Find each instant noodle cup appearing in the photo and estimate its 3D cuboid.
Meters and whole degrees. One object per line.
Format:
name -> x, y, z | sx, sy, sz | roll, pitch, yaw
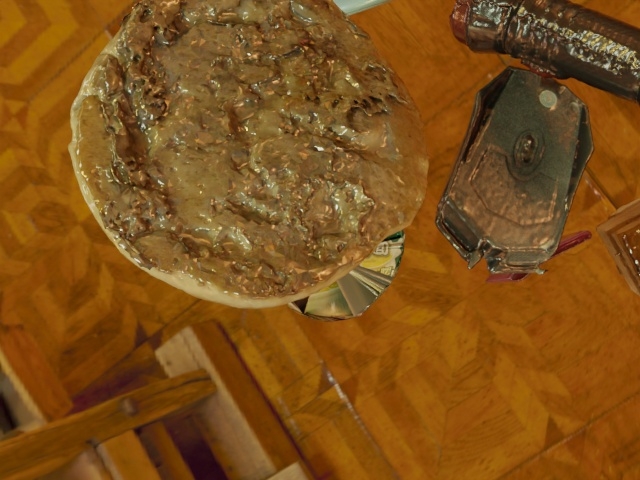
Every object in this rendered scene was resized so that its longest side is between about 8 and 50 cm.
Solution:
instant noodle cup -> 0.000, 0.000, 1.422 | 0.240, 0.178, 0.240 | -6, 108, -19

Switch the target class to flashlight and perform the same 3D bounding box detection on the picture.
flashlight -> 0.228, -0.172, 0.743 | 0.232, 0.093, 0.093 | 34, 101, 26

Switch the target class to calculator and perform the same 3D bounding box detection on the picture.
calculator -> 0.403, 0.029, 1.571 | 0.191, 0.126, 0.034 | -28, 89, -12

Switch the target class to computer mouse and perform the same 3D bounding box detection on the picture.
computer mouse -> 0.181, -0.065, 0.807 | 0.126, 0.071, 0.231 | 24, 69, -7

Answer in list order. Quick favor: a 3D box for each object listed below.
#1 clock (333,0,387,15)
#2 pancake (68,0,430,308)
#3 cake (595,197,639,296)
clock -> 0.016, -0.398, 1.339 | 0.274, 0.223, 0.094 | -16, 102, -1
pancake -> -0.048, -0.083, 0.614 | 0.283, 0.049, 0.282 | 6, 63, -11
cake -> 0.723, 0.015, 1.805 | 0.196, 0.293, 0.198 | -32, 96, 4
